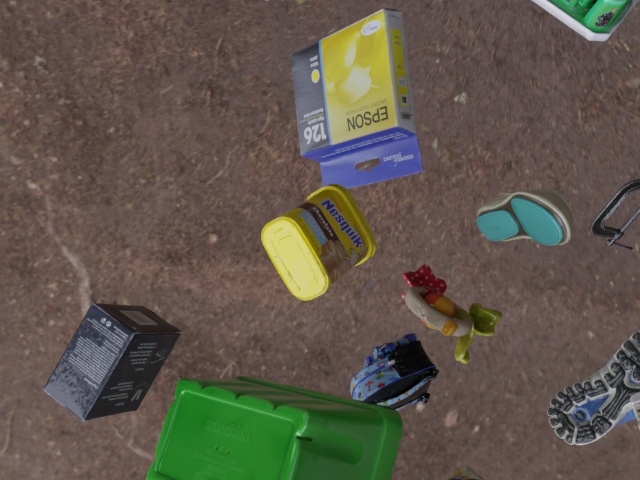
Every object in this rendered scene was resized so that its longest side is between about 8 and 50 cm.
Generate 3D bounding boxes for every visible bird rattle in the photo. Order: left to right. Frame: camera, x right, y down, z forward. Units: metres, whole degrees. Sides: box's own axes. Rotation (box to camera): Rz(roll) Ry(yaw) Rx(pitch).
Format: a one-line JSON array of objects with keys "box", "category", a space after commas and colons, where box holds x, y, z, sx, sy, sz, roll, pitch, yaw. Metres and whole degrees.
[{"box": [0.274, 0.147, 1.700, 0.253, 0.207, 0.143, 46, 109, 25], "category": "bird rattle"}]

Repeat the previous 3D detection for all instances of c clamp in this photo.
[{"box": [0.583, -0.051, 1.428, 0.137, 0.022, 0.160, 7, 130, -23], "category": "c clamp"}]

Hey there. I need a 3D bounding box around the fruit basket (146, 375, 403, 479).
[{"box": [-0.034, 0.376, 1.171, 0.392, 0.392, 0.283, 14, 75, 9], "category": "fruit basket"}]

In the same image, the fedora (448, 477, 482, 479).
[{"box": [0.199, 0.310, 0.544, 0.334, 0.334, 0.152, 32, 76, 0], "category": "fedora"}]

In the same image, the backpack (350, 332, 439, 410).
[{"box": [0.132, 0.281, 1.504, 0.173, 0.117, 0.158, -22, 149, -15], "category": "backpack"}]

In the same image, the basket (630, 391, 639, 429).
[{"box": [0.494, 0.247, 0.944, 0.167, 0.103, 0.113, -20, 120, 28], "category": "basket"}]

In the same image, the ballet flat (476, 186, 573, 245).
[{"box": [0.302, -0.043, 1.066, 0.086, 0.248, 0.086, -1, 93, -14], "category": "ballet flat"}]

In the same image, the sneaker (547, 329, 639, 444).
[{"box": [0.558, 0.238, 1.320, 0.330, 0.147, 0.129, -38, 69, 26], "category": "sneaker"}]

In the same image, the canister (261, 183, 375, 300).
[{"box": [0.000, 0.000, 1.052, 0.073, 0.170, 0.126, -28, 94, 31], "category": "canister"}]

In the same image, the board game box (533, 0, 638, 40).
[{"box": [0.262, -0.455, 0.874, 0.390, 0.390, 0.050, 39, 152, 8], "category": "board game box"}]

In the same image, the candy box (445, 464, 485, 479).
[{"box": [0.221, 0.503, 1.383, 0.206, 0.105, 0.027, -32, 107, -13], "category": "candy box"}]

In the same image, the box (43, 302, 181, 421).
[{"box": [-0.325, 0.189, 1.188, 0.093, 0.156, 0.158, 31, 92, 17], "category": "box"}]

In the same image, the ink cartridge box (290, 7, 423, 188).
[{"box": [0.061, -0.266, 1.510, 0.304, 0.072, 0.307, -9, 85, 51], "category": "ink cartridge box"}]
